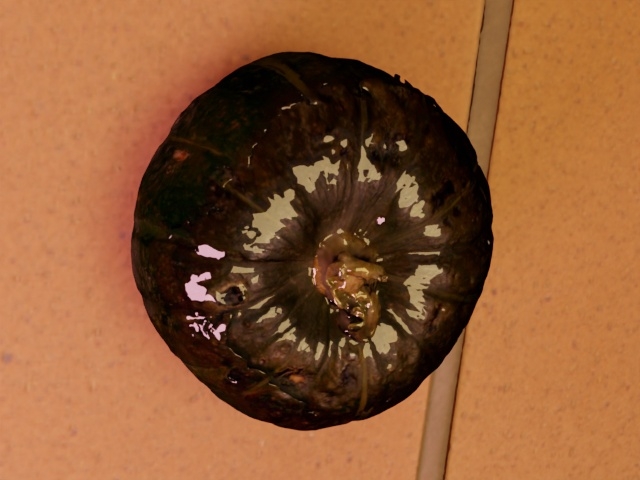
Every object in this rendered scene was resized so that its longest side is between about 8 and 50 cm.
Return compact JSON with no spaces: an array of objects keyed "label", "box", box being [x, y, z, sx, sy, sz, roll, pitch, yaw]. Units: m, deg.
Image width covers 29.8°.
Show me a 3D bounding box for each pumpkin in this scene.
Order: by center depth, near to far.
[{"label":"pumpkin","box":[0.002,0.001,0.741,0.238,0.159,0.238,-11,113,-27]}]
